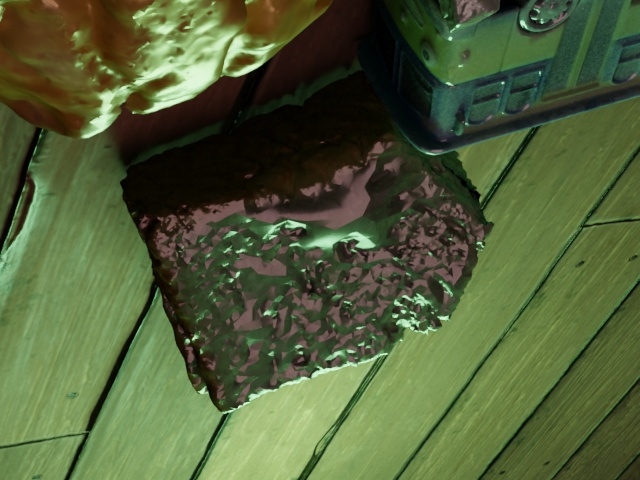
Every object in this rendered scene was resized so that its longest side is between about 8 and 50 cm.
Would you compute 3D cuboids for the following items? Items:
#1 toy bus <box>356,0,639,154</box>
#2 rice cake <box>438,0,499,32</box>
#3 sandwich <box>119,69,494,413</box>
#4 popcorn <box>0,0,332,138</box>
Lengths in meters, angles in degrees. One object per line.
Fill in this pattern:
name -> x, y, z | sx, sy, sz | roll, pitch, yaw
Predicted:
toy bus -> 0.203, -0.212, 1.263 | 0.312, 0.152, 0.190 | -17, 147, -19
rice cake -> 0.083, -0.274, 1.066 | 0.045, 0.042, 0.245 | -22, 113, -7
sandwich -> 0.000, -0.001, 1.369 | 0.325, 0.131, 0.262 | -22, 128, -8
popcorn -> -0.114, -0.255, 0.772 | 0.390, 0.344, 0.354 | 11, 138, -38
